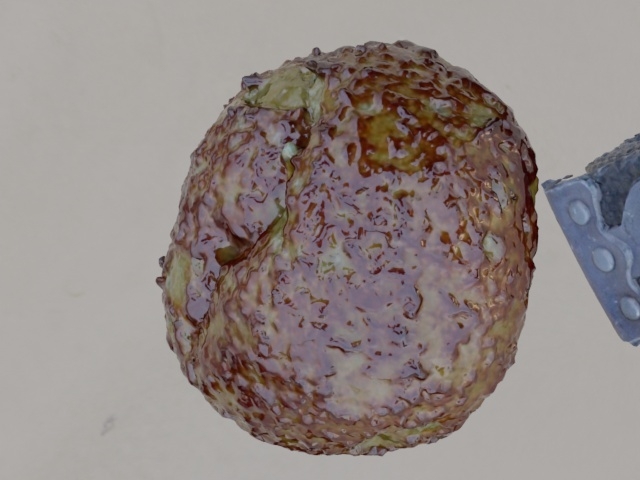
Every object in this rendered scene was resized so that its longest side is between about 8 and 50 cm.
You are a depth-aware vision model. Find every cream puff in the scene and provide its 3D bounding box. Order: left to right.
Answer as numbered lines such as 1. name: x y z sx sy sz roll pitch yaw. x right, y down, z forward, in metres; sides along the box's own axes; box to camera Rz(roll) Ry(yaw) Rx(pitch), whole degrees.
1. cream puff: 0.000 0.000 0.391 0.149 0.084 0.149 -7 79 43

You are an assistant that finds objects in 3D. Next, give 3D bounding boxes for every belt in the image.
1. belt: 0.226 -0.020 0.551 0.122 0.218 0.128 -27 88 -29
